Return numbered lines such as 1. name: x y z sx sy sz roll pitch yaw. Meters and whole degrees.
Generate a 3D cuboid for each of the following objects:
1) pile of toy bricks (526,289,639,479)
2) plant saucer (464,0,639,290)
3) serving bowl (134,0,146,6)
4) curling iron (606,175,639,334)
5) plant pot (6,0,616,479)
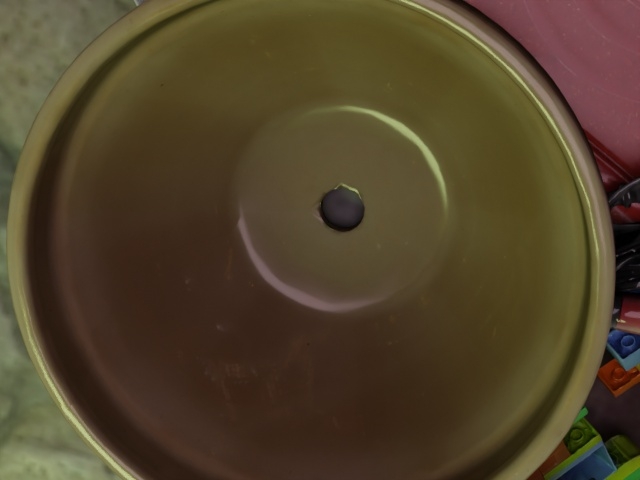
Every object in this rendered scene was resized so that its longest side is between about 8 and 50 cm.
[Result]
1. pile of toy bricks: 0.104 0.117 0.569 0.212 0.118 0.105 -34 133 -1
2. plant saucer: 0.151 -0.127 0.524 0.258 0.048 0.259 39 102 -6
3. serving bowl: -0.044 -0.125 0.540 0.083 0.027 0.083 5 103 21
4. curling iron: 0.228 0.031 0.491 0.274 0.035 0.068 15 99 11
5. plant pot: 0.000 0.000 0.523 0.237 0.110 0.237 3 107 9
